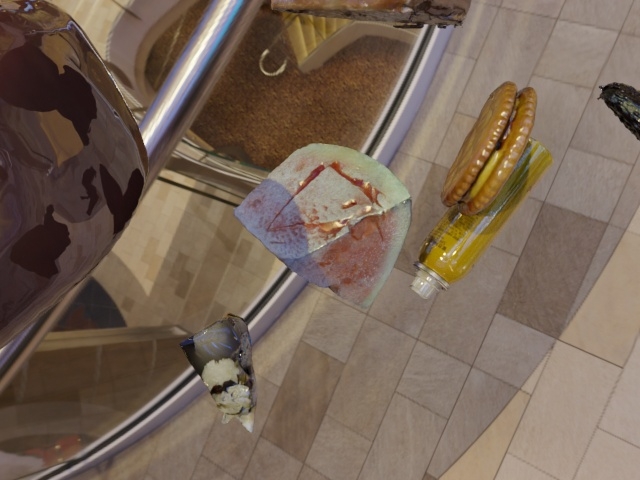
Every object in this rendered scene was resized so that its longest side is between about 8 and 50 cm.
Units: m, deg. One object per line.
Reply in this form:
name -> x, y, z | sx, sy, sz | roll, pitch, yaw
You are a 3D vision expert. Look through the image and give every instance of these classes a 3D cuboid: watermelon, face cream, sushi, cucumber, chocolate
watermelon -> 0.000, 0.000, 0.783 | 0.213, 0.201, 0.262 | 41, 143, 32
face cream -> 0.288, -0.037, 0.952 | 0.105, 0.105, 0.349 | 38, 87, 21
sushi -> -0.198, 0.304, 1.187 | 0.134, 0.109, 0.273 | -23, 99, 14
cucumber -> 0.457, -0.164, 0.712 | 0.053, 0.053, 0.181 | -34, 58, 14
chocolate -> 0.054, -0.296, 0.573 | 0.214, 0.148, 0.093 | 24, 115, 36

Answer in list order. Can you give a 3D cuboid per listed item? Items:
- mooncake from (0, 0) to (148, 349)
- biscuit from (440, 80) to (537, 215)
mooncake -> -0.290, -0.049, 0.362 | 0.334, 0.174, 0.326 | 13, 49, 37
biscuit -> 0.260, -0.143, 0.797 | 0.066, 0.220, 0.220 | 25, 93, 1
